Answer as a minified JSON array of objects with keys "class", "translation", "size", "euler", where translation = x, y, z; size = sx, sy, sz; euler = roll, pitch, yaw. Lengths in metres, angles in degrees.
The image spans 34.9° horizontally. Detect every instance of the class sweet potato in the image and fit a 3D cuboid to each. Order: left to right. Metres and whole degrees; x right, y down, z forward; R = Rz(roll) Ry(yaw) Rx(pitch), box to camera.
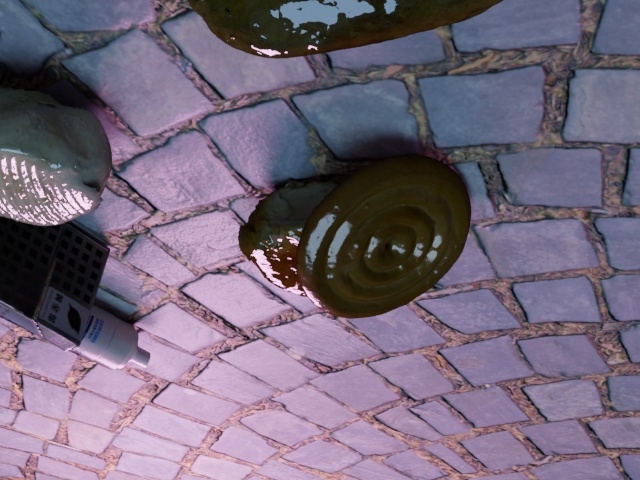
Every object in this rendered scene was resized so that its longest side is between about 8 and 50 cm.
[{"class":"sweet potato","translation":[0.069,-0.263,1.018],"size":[0.423,0.130,0.130],"euler":[-9,142,14]}]

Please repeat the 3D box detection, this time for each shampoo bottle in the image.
[{"class":"shampoo bottle","translation":[-0.417,0.141,1.730],"size":[0.303,0.092,0.092],"euler":[32,140,-29]}]

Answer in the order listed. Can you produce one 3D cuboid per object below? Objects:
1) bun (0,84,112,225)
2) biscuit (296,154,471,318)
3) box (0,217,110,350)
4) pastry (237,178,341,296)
[{"class":"bun","translation":[-0.388,-0.116,1.316],"size":[0.239,0.141,0.239],"euler":[5,151,3]},{"class":"biscuit","translation":[0.089,0.004,1.336],"size":[0.262,0.037,0.262],"euler":[-17,133,-19]},{"class":"box","translation":[-0.465,0.009,1.475],"size":[0.047,0.180,0.325],"euler":[-25,131,39]},{"class":"pastry","translation":[0.000,0.000,1.416],"size":[0.229,0.100,0.218],"euler":[13,145,-7]}]
